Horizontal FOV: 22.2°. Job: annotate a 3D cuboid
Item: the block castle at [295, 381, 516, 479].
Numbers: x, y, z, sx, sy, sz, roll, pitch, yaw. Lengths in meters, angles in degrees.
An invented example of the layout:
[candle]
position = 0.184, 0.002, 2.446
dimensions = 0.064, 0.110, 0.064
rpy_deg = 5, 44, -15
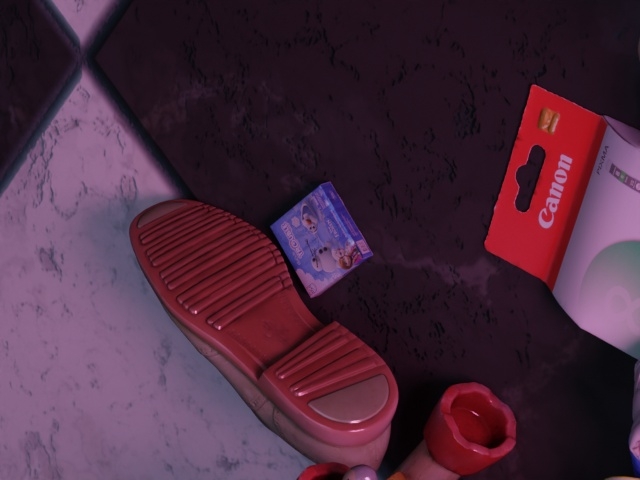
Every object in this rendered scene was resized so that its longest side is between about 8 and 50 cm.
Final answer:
[block castle]
position = 0.169, 0.368, 1.483
dimensions = 0.453, 0.303, 0.213
rpy_deg = 52, 134, 16

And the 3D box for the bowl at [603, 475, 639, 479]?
[bowl]
position = 0.306, 0.284, 1.429
dimensions = 0.170, 0.080, 0.170
rpy_deg = 26, 158, 11

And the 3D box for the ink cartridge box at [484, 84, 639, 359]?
[ink cartridge box]
position = 0.248, -0.017, 1.476
dimensions = 0.225, 0.056, 0.181
rpy_deg = 29, 118, 28

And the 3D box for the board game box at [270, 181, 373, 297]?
[board game box]
position = 0.000, 0.000, 1.701
dimensions = 0.090, 0.020, 0.090
rpy_deg = -39, 77, 40

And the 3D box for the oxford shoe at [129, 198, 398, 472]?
[oxford shoe]
position = -0.075, 0.108, 1.720
dimensions = 0.397, 0.140, 0.146
rpy_deg = 47, 152, 34

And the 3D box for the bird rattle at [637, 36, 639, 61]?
[bird rattle]
position = 0.318, -0.209, 1.239
dimensions = 0.143, 0.253, 0.207
rpy_deg = 38, 112, -23

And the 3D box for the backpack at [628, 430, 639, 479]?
[backpack]
position = 0.333, 0.196, 1.434
dimensions = 0.120, 0.098, 0.101
rpy_deg = 12, 127, 35

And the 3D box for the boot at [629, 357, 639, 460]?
[boot]
position = 0.374, 0.119, 1.334
dimensions = 0.258, 0.123, 0.095
rpy_deg = -22, 119, 32
